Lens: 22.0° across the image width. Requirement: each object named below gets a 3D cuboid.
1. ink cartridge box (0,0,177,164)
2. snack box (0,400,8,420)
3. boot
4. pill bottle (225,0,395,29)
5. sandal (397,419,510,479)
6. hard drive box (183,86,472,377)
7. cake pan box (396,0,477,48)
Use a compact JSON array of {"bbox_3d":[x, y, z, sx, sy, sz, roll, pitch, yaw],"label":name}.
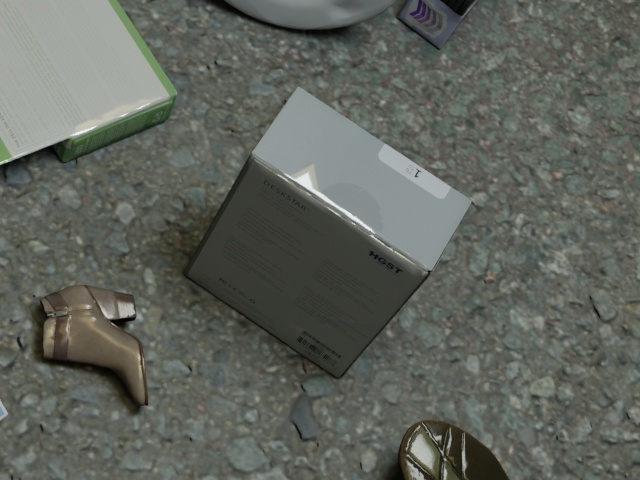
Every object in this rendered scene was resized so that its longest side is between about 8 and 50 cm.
[{"bbox_3d":[-0.276,-0.151,1.539,0.235,0.056,0.171,-26,74,-26],"label":"ink cartridge box"},{"bbox_3d":[-0.312,0.075,1.261,0.064,0.022,0.178,-31,91,-35],"label":"snack box"},{"bbox_3d":[-0.202,0.094,1.450,0.087,0.042,0.118,-6,65,-16],"label":"boot"},{"bbox_3d":[0.006,-0.433,1.693,0.224,0.224,0.392,16,60,-12],"label":"pill bottle"},{"bbox_3d":[0.151,0.247,1.491,0.219,0.060,0.090,34,62,-18],"label":"sandal"},{"bbox_3d":[0.000,0.000,1.457,0.181,0.232,0.089,34,57,-2],"label":"hard drive box"},{"bbox_3d":[0.203,-0.350,1.710,0.070,0.246,0.267,37,56,2],"label":"cake pan box"}]
